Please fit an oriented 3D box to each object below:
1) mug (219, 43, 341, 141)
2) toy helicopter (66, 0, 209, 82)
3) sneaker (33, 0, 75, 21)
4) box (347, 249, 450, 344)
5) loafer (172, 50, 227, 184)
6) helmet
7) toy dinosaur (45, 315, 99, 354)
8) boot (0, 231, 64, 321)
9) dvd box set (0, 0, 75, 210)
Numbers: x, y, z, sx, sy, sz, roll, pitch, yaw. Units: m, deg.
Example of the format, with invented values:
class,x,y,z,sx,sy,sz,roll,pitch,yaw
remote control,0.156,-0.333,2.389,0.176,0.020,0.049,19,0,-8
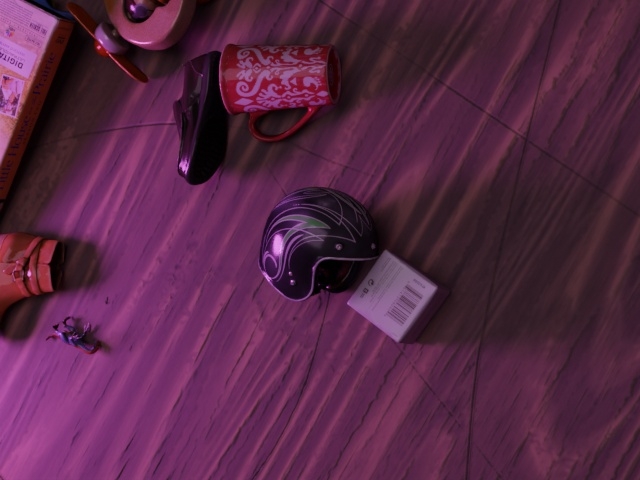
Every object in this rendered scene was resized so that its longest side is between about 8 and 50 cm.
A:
class,x,y,z,sx,sy,sz,roll,pitch,yaw
mug,-0.055,-0.242,1.629,0.169,0.150,0.113,-1,47,16
toy helicopter,-0.348,-0.418,1.751,0.355,0.140,0.235,29,103,31
sneaker,-0.517,-0.412,1.827,0.209,0.069,0.082,32,84,20
box,0.116,0.083,1.518,0.102,0.087,0.101,37,96,21
loafer,-0.198,-0.196,1.681,0.078,0.080,0.220,4,80,30
helmet,0.000,0.000,1.533,0.169,0.169,0.162,42,115,20
toy dinosaur,-0.407,0.165,1.737,0.082,0.047,0.090,49,134,10
boot,-0.514,0.083,1.759,0.152,0.073,0.197,3,87,16
dvd box set,-0.629,-0.247,1.794,0.307,0.062,0.421,27,101,16
